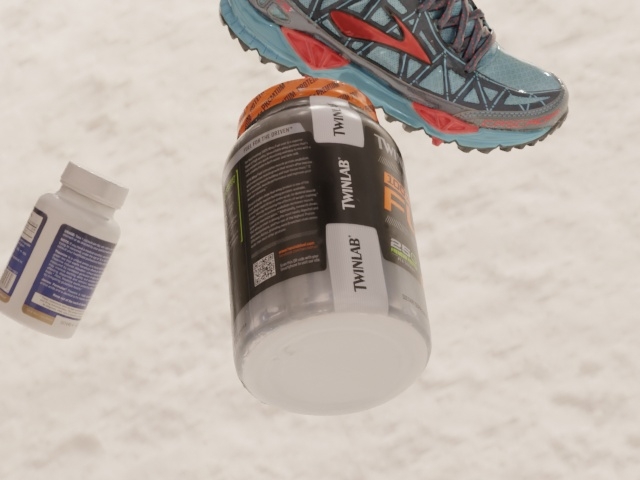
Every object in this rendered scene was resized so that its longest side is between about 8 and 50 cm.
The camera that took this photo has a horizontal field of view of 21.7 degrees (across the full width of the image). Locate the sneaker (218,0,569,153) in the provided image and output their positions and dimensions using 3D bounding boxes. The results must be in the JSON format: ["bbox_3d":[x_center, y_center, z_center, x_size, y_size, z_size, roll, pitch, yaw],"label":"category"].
[{"bbox_3d":[0.064,-0.152,1.172,0.262,0.125,0.104,21,32,-6],"label":"sneaker"}]

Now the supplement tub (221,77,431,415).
[{"bbox_3d":[0.000,0.000,1.013,0.117,0.117,0.190,-16,52,12],"label":"supplement tub"}]

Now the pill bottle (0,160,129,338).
[{"bbox_3d":[-0.187,0.006,1.218,0.067,0.067,0.120,28,93,51],"label":"pill bottle"}]
